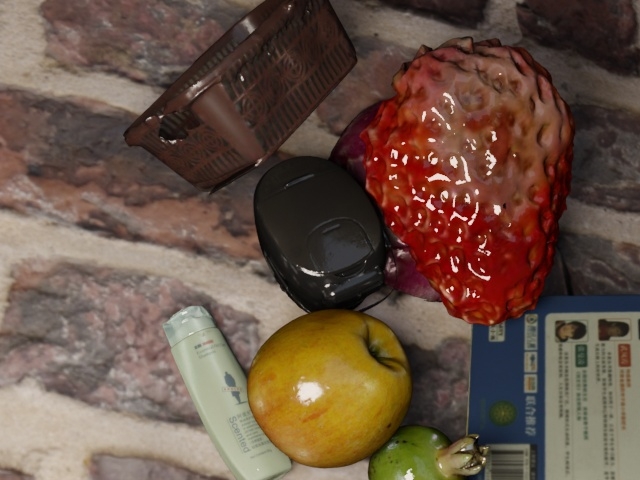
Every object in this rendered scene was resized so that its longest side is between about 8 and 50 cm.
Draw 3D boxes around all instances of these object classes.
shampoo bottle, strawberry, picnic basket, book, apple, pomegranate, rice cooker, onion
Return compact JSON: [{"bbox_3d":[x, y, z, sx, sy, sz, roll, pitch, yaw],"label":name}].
[{"bbox_3d":[-0.104,0.171,1.437,0.072,0.049,0.212,-19,71,-31],"label":"shampoo bottle"},{"bbox_3d":[0.199,-0.072,1.526,0.265,0.149,0.336,-9,86,-25],"label":"strawberry"},{"bbox_3d":[-0.077,-0.185,1.569,0.129,0.222,0.297,48,54,-13],"label":"picnic basket"},{"bbox_3d":[0.383,0.195,1.508,0.428,0.039,0.300,0,59,12],"label":"book"},{"bbox_3d":[0.015,0.155,1.416,0.182,0.155,0.182,47,23,-27],"label":"apple"},{"bbox_3d":[0.120,0.250,1.434,0.114,0.142,0.114,29,45,-34],"label":"pomegranate"},{"bbox_3d":[0.001,0.001,1.527,0.142,0.118,0.203,-21,69,-15],"label":"rice cooker"},{"bbox_3d":[0.130,-0.060,1.634,0.250,0.111,0.247,35,53,-4],"label":"onion"}]
